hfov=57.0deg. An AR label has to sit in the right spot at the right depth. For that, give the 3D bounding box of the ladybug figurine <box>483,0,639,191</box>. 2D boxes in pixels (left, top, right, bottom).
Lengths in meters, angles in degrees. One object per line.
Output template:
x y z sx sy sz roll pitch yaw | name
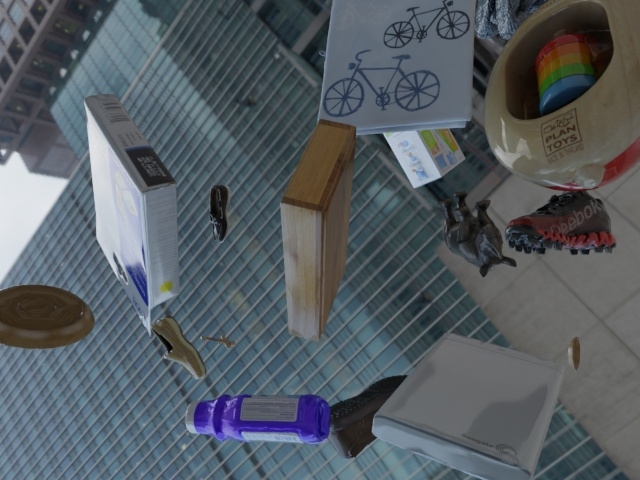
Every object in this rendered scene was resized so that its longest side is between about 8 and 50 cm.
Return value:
0.430 -0.243 0.980 0.162 0.305 0.449 36 -130 -28 | ladybug figurine

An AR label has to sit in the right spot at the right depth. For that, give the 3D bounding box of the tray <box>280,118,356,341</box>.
0.000 0.000 1.105 0.076 0.410 0.202 13 -127 10 | tray

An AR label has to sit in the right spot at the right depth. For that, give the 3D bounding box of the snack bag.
0.147 -0.375 1.176 0.037 0.323 0.342 28 -115 -60 | snack bag

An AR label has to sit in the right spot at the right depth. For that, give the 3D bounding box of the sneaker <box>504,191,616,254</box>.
0.463 -0.040 1.145 0.276 0.098 0.134 1 -95 -29 | sneaker

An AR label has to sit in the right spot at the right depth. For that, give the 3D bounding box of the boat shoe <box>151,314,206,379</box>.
-0.374 0.290 1.530 0.190 0.068 0.072 52 -135 6 | boat shoe

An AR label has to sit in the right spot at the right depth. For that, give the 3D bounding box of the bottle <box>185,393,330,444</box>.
-0.127 0.353 1.170 0.118 0.283 0.092 52 -143 -60 | bottle

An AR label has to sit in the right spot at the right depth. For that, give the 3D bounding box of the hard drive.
0.265 0.263 0.991 0.233 0.047 0.353 13 -160 26 | hard drive

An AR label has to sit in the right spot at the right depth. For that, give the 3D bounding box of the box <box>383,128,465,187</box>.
0.249 -0.253 1.467 0.114 0.103 0.203 -36 -81 -35 | box

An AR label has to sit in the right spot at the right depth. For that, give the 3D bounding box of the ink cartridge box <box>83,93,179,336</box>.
-0.325 -0.045 1.015 0.072 0.307 0.303 -18 -134 -29 | ink cartridge box

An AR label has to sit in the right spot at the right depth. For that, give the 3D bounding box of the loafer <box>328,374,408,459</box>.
0.155 0.431 1.460 0.366 0.134 0.130 -13 -89 -33 | loafer

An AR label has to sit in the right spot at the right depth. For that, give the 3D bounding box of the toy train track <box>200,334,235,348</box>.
-0.227 0.225 1.300 0.083 0.014 0.048 18 -163 -35 | toy train track

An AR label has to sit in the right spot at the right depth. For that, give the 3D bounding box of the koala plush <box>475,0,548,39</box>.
0.503 -0.576 1.370 0.222 0.203 0.196 -5 -158 -9 | koala plush

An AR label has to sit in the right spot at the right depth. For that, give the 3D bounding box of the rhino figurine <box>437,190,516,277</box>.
0.245 -0.006 0.920 0.243 0.073 0.106 -103 0 -77 | rhino figurine

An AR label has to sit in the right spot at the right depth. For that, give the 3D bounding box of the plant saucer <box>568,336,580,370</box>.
0.624 0.278 1.453 0.083 0.015 0.083 1 -91 -55 | plant saucer

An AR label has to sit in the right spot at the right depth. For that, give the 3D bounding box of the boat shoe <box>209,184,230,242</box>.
-0.219 -0.057 1.259 0.046 0.125 0.038 16 -168 40 | boat shoe

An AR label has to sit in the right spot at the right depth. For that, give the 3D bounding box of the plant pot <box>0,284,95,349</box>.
-0.602 0.152 1.252 0.237 0.032 0.236 15 -160 -6 | plant pot
